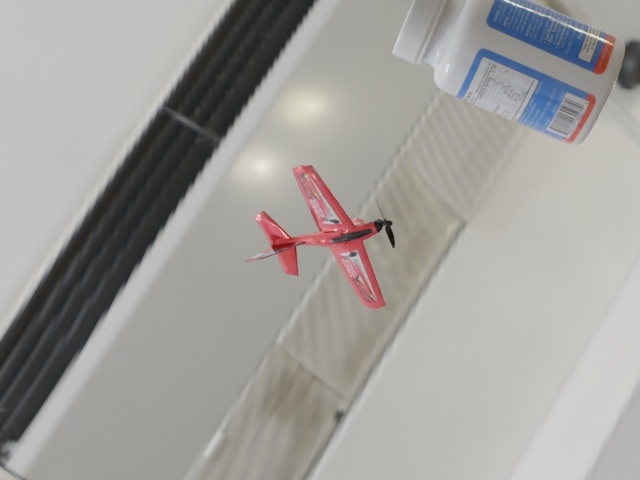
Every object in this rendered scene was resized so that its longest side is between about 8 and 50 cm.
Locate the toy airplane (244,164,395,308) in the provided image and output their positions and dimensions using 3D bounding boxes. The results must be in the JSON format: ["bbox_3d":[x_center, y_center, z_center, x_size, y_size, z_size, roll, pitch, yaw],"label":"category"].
[{"bbox_3d":[0.000,0.000,1.173,0.028,0.151,0.151,-55,-44,-49],"label":"toy airplane"}]

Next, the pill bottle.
[{"bbox_3d":[0.195,-0.196,1.424,0.221,0.124,0.124,24,-94,1],"label":"pill bottle"}]
